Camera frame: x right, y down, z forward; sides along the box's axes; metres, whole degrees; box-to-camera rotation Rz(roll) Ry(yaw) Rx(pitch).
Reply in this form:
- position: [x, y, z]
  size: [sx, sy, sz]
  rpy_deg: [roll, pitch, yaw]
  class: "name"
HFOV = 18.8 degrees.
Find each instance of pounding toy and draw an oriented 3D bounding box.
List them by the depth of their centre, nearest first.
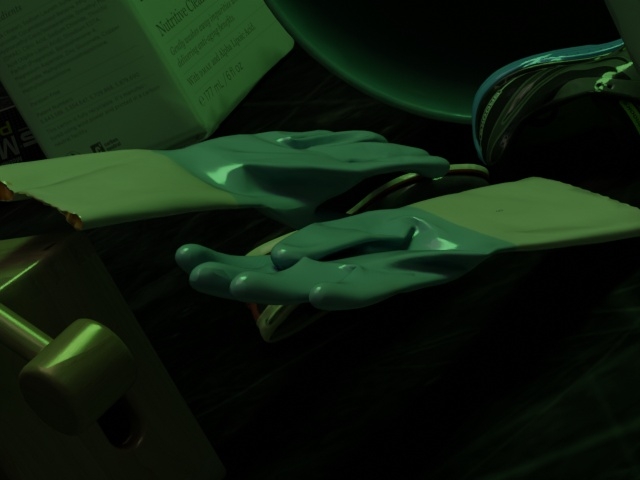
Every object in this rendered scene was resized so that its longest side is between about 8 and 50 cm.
- position: [-0.118, 0.045, 0.809]
  size: [0.094, 0.181, 0.206]
  rpy_deg: [-38, 17, -31]
  class: "pounding toy"

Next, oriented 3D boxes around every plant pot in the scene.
- position: [0.119, -0.223, 1.101]
  size: [0.293, 0.293, 0.235]
  rpy_deg: [-23, 2, 20]
  class: "plant pot"

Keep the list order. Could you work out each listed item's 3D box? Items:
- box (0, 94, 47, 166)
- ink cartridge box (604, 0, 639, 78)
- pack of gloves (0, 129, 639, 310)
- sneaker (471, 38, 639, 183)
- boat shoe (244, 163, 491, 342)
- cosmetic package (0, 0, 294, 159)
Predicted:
- position: [-0.353, -0.080, 1.798]
  size: [0.216, 0.060, 0.270]
  rpy_deg: [-23, 11, -25]
  class: "box"
- position: [0.278, -0.134, 0.775]
  size: [0.307, 0.129, 0.223]
  rpy_deg: [-28, 15, 5]
  class: "ink cartridge box"
- position: [0.000, 0.000, 0.830]
  size: [0.232, 0.046, 0.195]
  rpy_deg: [-11, 24, -41]
  class: "pack of gloves"
- position: [0.163, -0.072, 0.941]
  size: [0.188, 0.067, 0.078]
  rpy_deg: [-22, 38, 19]
  class: "sneaker"
- position: [0.025, 0.006, 0.952]
  size: [0.137, 0.049, 0.043]
  rpy_deg: [-24, 58, 8]
  class: "boat shoe"
- position: [-0.204, -0.262, 1.573]
  size: [0.156, 0.385, 0.217]
  rpy_deg: [-21, 18, 28]
  class: "cosmetic package"
